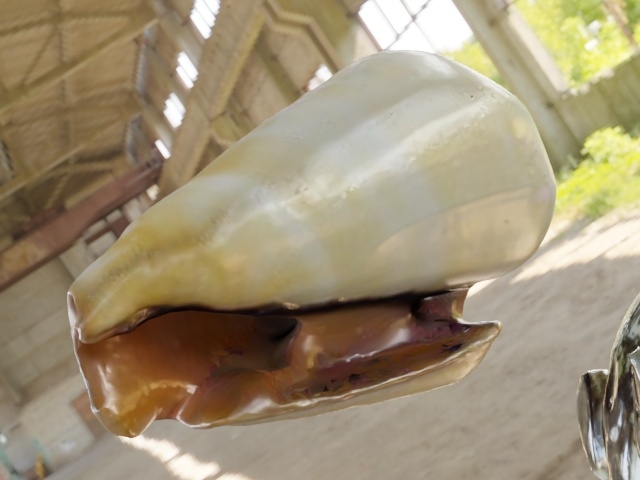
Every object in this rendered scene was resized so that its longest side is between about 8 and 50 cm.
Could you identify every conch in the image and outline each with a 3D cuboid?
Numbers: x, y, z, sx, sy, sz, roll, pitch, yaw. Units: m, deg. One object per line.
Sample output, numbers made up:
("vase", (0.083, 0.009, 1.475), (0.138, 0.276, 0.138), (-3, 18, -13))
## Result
("conch", (-0.004, -0.004, 0.533), (0.255, 0.158, 0.127), (-14, 24, -25))

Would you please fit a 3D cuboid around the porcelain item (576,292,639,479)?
("porcelain item", (0.193, 0.134, 0.405), (0.186, 0.288, 0.138), (1, -11, 0))
